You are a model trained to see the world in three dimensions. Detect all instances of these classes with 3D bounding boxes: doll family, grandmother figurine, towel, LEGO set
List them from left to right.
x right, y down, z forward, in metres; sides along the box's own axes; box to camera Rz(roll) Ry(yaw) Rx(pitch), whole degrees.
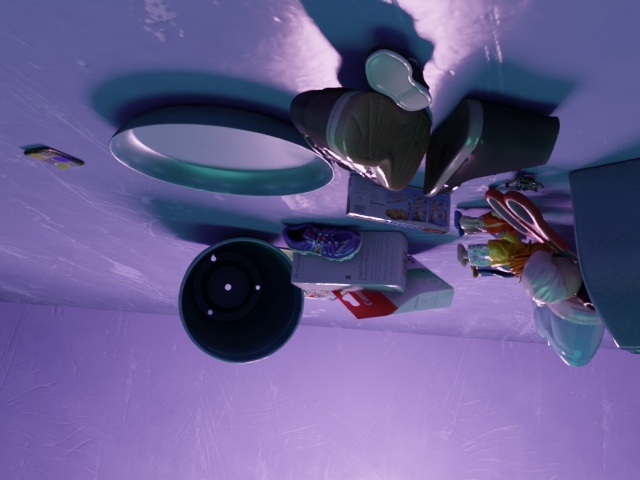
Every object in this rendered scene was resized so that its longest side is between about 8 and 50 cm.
[{"bbox_3d":[-0.434,-0.133,1.294,0.060,0.009,0.083,-3,165,32],"label":"towel"},{"bbox_3d":[0.342,0.033,1.408,0.163,0.118,0.263,-3,158,25],"label":"doll family"},{"bbox_3d":[0.300,-0.087,1.172,0.054,0.023,0.083,6,-179,5],"label":"LEGO set"},{"bbox_3d":[0.487,0.083,1.300,0.342,0.104,0.208,12,-169,-12],"label":"grandmother figurine"}]

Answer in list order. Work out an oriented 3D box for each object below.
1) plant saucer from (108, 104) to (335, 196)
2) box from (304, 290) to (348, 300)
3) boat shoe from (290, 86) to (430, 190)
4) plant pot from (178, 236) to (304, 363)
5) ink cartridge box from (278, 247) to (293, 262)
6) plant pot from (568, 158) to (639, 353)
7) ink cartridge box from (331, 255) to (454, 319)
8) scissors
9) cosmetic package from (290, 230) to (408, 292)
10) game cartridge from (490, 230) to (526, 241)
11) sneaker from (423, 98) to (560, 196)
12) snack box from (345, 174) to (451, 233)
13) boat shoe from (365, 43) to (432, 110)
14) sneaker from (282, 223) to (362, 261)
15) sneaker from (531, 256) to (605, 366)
[{"bbox_3d":[-0.136,-0.125,1.126,0.317,0.044,0.317,5,167,1],"label":"plant saucer"},{"bbox_3d":[0.005,0.107,1.883,0.114,0.036,0.207,7,167,-12],"label":"box"},{"bbox_3d":[0.054,-0.126,0.935,0.092,0.103,0.285,27,-172,22],"label":"boat shoe"},{"bbox_3d":[-0.196,0.118,1.813,0.271,0.272,0.255,9,-177,-15],"label":"plant pot"},{"bbox_3d":[-0.044,0.066,1.932,0.235,0.056,0.171,6,168,-10],"label":"ink cartridge box"},{"bbox_3d":[0.509,0.036,1.094,0.248,0.252,0.247,16,165,-38],"label":"plant pot"},{"bbox_3d":[0.141,0.095,1.690,0.224,0.056,0.181,-2,-156,-26],"label":"ink cartridge box"},{"bbox_3d":[0.378,0.017,1.234,0.297,0.021,0.109,40,169,-7],"label":"scissors"},{"bbox_3d":[0.060,0.043,1.640,0.231,0.117,0.085,0,166,18],"label":"cosmetic package"},{"bbox_3d":[0.356,-0.011,1.496,0.056,0.017,0.083,-6,164,30],"label":"game cartridge"},{"bbox_3d":[0.204,-0.101,0.993,0.118,0.083,0.222,7,167,-8],"label":"sneaker"},{"bbox_3d":[0.127,-0.057,1.270,0.178,0.064,0.022,10,165,-20],"label":"snack box"},{"bbox_3d":[0.079,-0.174,0.819,0.046,0.038,0.125,-23,156,26],"label":"boat shoe"},{"bbox_3d":[0.000,0.000,1.587,0.170,0.068,0.071,1,161,21],"label":"sneaker"},{"bbox_3d":[0.455,0.130,1.530,0.135,0.150,0.366,10,-165,7],"label":"sneaker"}]
